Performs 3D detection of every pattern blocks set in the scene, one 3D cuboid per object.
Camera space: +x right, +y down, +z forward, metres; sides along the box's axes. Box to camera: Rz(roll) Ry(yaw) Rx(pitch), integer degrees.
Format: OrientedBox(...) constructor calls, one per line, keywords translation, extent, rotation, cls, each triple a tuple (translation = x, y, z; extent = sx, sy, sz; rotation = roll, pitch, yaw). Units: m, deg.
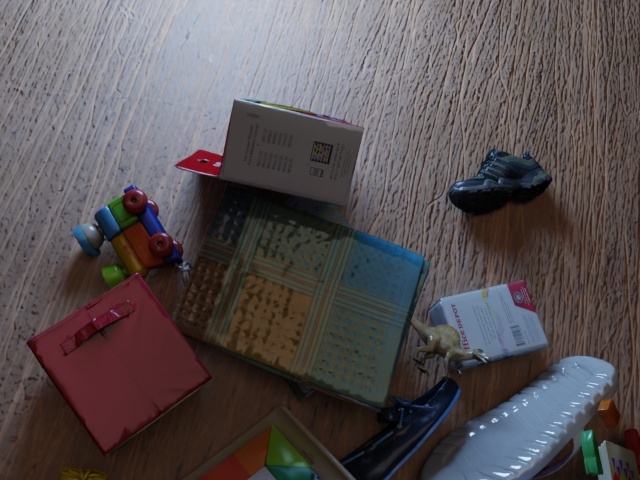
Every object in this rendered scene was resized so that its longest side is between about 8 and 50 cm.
OrientedBox(translation=(0.476, 0.398, 1.076), extent=(0.325, 0.026, 0.285), rotation=(38, 46, -41), cls="pattern blocks set")

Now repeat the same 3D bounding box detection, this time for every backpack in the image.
OrientedBox(translation=(0.000, 0.000, 1.224), extent=(0.152, 0.115, 0.182), rotation=(-26, 72, -17), cls="backpack")

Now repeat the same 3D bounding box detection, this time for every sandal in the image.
OrientedBox(translation=(0.358, 0.339, 1.150), extent=(0.416, 0.169, 0.102), rotation=(-28, 108, -19), cls="sandal")

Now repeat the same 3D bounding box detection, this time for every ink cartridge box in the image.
OrientedBox(translation=(-0.085, -0.168, 1.164), extent=(0.272, 0.309, 0.130), rotation=(12, 101, -6), cls="ink cartridge box")
OrientedBox(translation=(0.302, 0.156, 1.239), extent=(0.175, 0.072, 0.127), rotation=(-10, 71, -15), cls="ink cartridge box")

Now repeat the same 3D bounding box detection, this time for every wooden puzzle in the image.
OrientedBox(translation=(-0.088, 0.386, 1.034), extent=(0.239, 0.044, 0.221), rotation=(-36, 51, -20), cls="wooden puzzle")

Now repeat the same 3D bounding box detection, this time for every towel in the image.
OrientedBox(translation=(-0.031, 0.090, 1.125), extent=(0.370, 0.040, 0.271), rotation=(20, 78, 4), cls="towel")

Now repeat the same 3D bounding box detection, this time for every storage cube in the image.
OrientedBox(translation=(-0.300, 0.193, 1.036), extent=(0.184, 0.215, 0.193), rotation=(-34, 84, -22), cls="storage cube")

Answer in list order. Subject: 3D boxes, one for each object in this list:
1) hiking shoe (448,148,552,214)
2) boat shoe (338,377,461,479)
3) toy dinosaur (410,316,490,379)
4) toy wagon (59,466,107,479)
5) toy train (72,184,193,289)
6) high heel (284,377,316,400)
OrientedBox(translation=(0.345, -0.124, 1.372), extent=(0.227, 0.086, 0.114), rotation=(-10, 56, -21), cls="hiking shoe")
OrientedBox(translation=(0.129, 0.309, 1.126), extent=(0.089, 0.109, 0.258), rotation=(44, 64, 12), cls="boat shoe")
OrientedBox(translation=(0.194, 0.178, 1.167), extent=(0.183, 0.053, 0.092), rotation=(31, 70, 12), cls="toy dinosaur")
OrientedBox(translation=(-0.366, 0.491, 0.934), extent=(0.267, 0.068, 0.344), rotation=(10, 83, -5), cls="toy wagon")
OrientedBox(translation=(-0.305, 0.043, 1.164), extent=(0.143, 0.105, 0.248), rotation=(-32, 83, -5), cls="toy train")
OrientedBox(translation=(0.014, 0.127, 1.180), extent=(0.261, 0.093, 0.186), rotation=(-35, 84, -13), cls="high heel")
